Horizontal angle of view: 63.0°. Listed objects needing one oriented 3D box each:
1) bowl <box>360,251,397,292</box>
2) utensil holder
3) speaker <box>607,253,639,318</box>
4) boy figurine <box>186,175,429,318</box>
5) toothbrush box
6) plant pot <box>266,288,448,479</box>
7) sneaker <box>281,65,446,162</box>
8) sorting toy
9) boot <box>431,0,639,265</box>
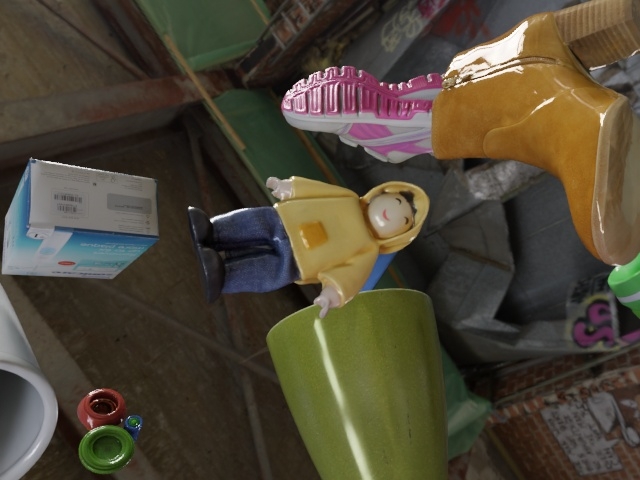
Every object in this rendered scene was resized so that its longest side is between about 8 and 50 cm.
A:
[{"bbox_3d":[0.090,0.124,1.386,0.077,0.391,0.391,35,-148,5],"label":"bowl"},{"bbox_3d":[-0.696,0.237,0.942,0.328,0.327,0.385,19,-167,-46],"label":"utensil holder"},{"bbox_3d":[0.593,0.137,0.795,0.296,0.131,0.131,46,-149,7],"label":"speaker"},{"bbox_3d":[0.000,0.000,0.600,0.286,0.092,0.177,-10,-114,-16],"label":"boy figurine"},{"bbox_3d":[-0.464,-0.024,0.998,0.217,0.296,0.126,7,-111,-37],"label":"toothbrush box"},{"bbox_3d":[0.077,0.262,0.785,0.275,0.275,0.293,19,-131,-46],"label":"plant pot"},{"bbox_3d":[0.073,-0.156,0.701,0.111,0.253,0.102,87,-167,-52],"label":"sneaker"},{"bbox_3d":[-0.220,0.203,0.542,0.061,0.042,0.102,6,-146,-29],"label":"sorting toy"},{"bbox_3d":[0.203,-0.101,0.522,0.104,0.211,0.294,31,-118,-34],"label":"boot"}]
